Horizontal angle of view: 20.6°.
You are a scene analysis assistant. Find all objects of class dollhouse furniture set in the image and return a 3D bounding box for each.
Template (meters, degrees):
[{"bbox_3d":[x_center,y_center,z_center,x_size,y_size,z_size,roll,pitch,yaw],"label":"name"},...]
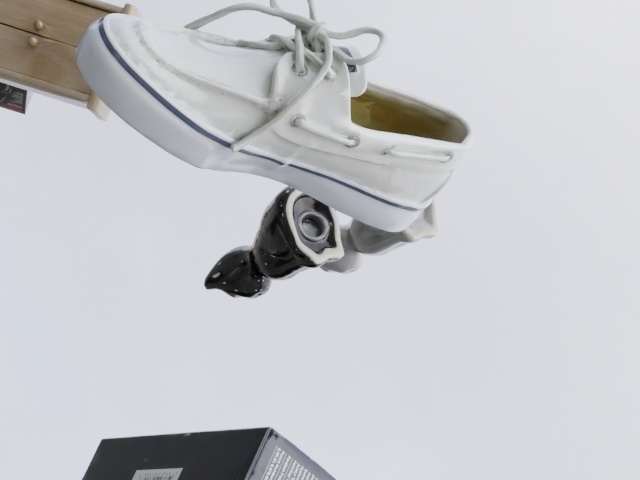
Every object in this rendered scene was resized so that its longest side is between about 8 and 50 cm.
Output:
[{"bbox_3d":[-0.295,-0.247,1.635,0.173,0.303,0.355,18,-8,11],"label":"dollhouse furniture set"}]

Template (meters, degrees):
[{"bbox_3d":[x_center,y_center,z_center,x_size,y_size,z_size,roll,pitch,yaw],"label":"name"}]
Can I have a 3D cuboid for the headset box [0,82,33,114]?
[{"bbox_3d":[-0.354,-0.180,1.974,0.083,0.062,0.032,112,-5,-56],"label":"headset box"}]

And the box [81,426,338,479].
[{"bbox_3d":[-0.092,0.381,2.079,0.312,0.179,0.343,40,-31,-28],"label":"box"}]

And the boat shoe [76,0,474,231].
[{"bbox_3d":[-0.012,-0.125,1.410,0.156,0.367,0.136,-46,-139,27],"label":"boat shoe"}]

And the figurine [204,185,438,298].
[{"bbox_3d":[0.000,0.000,1.931,0.209,0.214,0.092,-33,-106,54],"label":"figurine"}]
